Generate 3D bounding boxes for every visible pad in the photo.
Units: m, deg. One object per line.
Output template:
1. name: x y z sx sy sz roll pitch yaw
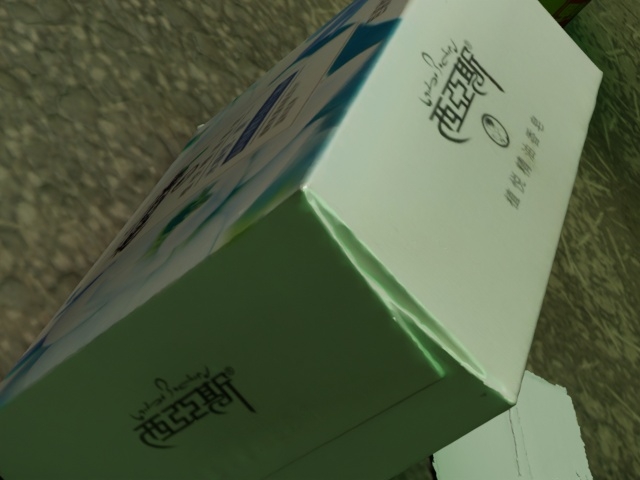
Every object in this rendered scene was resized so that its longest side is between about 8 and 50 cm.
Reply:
1. pad: 0.119 0.162 0.795 0.156 0.004 0.232 24 43 -36

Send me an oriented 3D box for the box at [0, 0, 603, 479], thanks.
1. box: -0.002 -0.002 0.613 0.116 0.203 0.274 46 35 -12

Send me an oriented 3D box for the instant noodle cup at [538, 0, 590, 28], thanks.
1. instant noodle cup: 0.150 -0.301 1.056 0.311 0.221 0.311 31 40 -30
